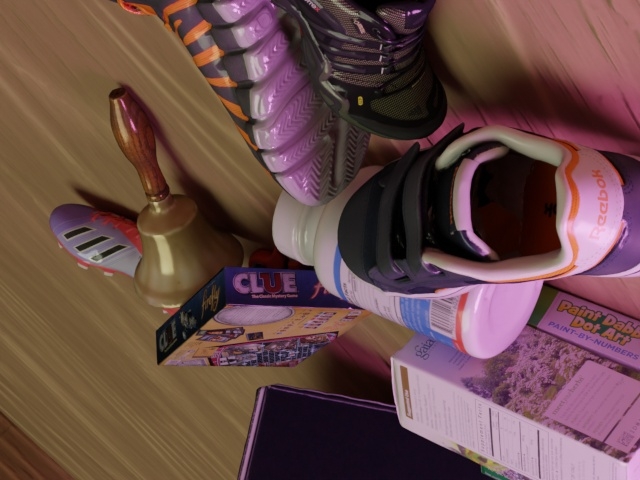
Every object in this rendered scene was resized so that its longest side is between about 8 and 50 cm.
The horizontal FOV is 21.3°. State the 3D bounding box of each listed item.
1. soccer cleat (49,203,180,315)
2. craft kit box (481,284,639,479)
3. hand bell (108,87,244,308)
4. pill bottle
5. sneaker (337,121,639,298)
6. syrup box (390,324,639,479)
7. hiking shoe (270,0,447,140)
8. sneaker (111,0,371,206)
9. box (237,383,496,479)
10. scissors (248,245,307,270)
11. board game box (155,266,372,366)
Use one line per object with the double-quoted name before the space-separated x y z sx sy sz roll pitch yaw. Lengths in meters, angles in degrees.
"soccer cleat" -0.215 0.009 2.009 0.248 0.083 0.095 33 130 21
"craft kit box" 0.252 0.163 1.540 0.249 0.061 0.247 21 137 32
"hand bell" -0.175 -0.058 1.776 0.126 0.126 0.242 18 142 38
"pill bottle" 0.072 0.007 1.467 0.221 0.124 0.124 24 157 30
"sneaker" 0.105 -0.024 1.268 0.127 0.126 0.321 8 170 -42
"syrup box" 0.184 0.145 1.461 0.236 0.093 0.096 22 141 31
"hiking shoe" 0.040 -0.150 1.227 0.114 0.086 0.227 12 150 48
"sneaker" -0.076 -0.174 1.339 0.180 0.124 0.321 21 145 43
"box" 0.021 0.485 2.000 0.297 0.480 0.472 11 156 3
"scissors" -0.041 0.009 1.791 0.109 0.021 0.297 29 160 19
"board game box" -0.062 0.084 1.794 0.165 0.042 0.243 3 161 -22
